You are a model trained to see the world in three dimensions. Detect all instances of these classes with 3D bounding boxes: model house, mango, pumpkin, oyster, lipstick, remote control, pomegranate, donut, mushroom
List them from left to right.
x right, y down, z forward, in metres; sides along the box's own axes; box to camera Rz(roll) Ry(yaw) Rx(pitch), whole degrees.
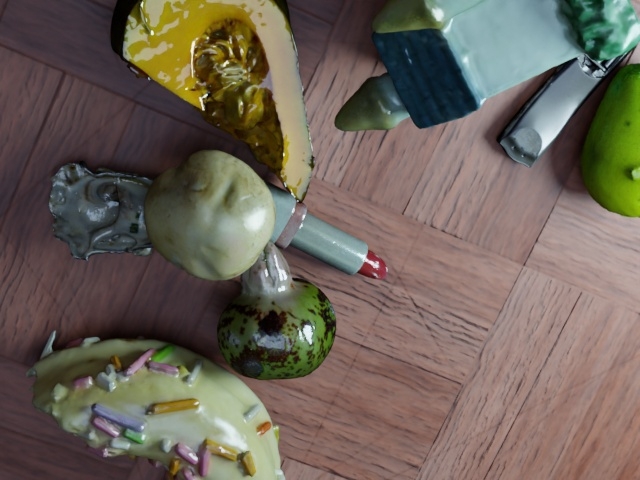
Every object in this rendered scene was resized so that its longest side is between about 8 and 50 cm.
[{"bbox_3d":[-0.218,-0.028,1.405,0.165,0.053,0.108,6,87,-4],"label":"oyster"},{"bbox_3d":[-0.194,0.298,1.454,0.307,0.150,0.371,5,105,-11],"label":"donut"},{"bbox_3d":[-0.118,-0.165,1.335,0.190,0.139,0.281,-10,105,-10],"label":"pumpkin"},{"bbox_3d":[-0.118,-0.025,1.346,0.148,0.112,0.148,16,131,19],"label":"mushroom"},{"bbox_3d":[-0.058,0.082,1.427,0.138,0.125,0.163,-28,89,-43],"label":"pomegranate"},{"bbox_3d":[0.000,0.000,1.450,0.186,0.057,0.063,28,98,-21],"label":"lipstick"},{"bbox_3d":[0.137,-0.228,1.310,0.325,0.267,0.194,-28,103,12],"label":"model house"},{"bbox_3d":[0.287,-0.177,1.454,0.059,0.028,0.212,37,98,-18],"label":"remote control"},{"bbox_3d":[0.364,-0.113,1.450,0.119,0.100,0.178,3,98,-7],"label":"mango"}]
